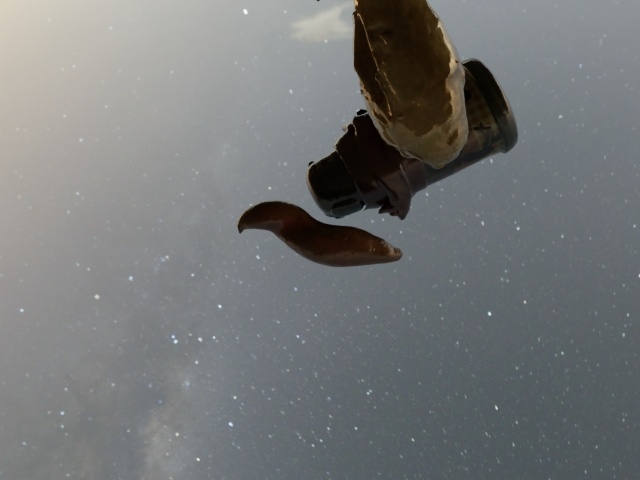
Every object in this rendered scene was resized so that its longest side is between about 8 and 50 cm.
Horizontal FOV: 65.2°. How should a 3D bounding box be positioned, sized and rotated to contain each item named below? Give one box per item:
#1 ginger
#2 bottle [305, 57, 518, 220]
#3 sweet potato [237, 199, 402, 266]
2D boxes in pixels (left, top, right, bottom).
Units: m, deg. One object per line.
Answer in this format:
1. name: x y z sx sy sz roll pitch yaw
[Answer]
1. ginger: 0.052 -0.295 0.392 0.348 0.363 0.122 38 -143 14
2. bottle: 0.112 -0.114 0.669 0.271 0.143 0.156 -27 -114 12
3. sweet potato: 0.001 -0.002 0.599 0.202 0.055 0.058 18 -157 -3
